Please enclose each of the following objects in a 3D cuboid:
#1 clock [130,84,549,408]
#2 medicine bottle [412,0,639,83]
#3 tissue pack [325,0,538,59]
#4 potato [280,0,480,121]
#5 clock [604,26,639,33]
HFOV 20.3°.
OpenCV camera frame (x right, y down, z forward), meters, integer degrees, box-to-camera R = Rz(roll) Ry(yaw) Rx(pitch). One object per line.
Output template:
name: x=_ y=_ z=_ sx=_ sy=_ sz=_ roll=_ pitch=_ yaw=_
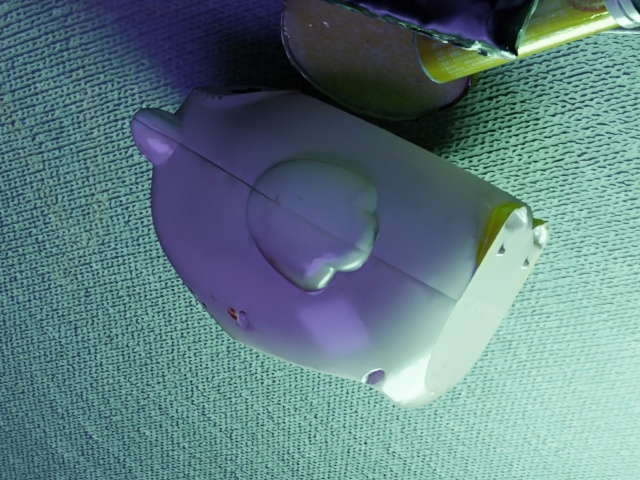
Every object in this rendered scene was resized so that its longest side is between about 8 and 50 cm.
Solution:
clock: x=0.000 y=0.000 z=1.779 sx=0.376 sy=0.251 sz=0.368 roll=28 pitch=-178 yaw=21
medicine bottle: x=0.184 y=-0.192 z=1.536 sx=0.218 sy=0.074 sz=0.074 roll=-16 pitch=131 yaw=38
tissue pack: x=0.048 y=-0.305 z=1.445 sx=0.332 sy=0.245 sz=0.123 roll=19 pitch=-171 yaw=3
potato: x=0.064 y=-0.202 z=1.693 sx=0.200 sy=0.081 sz=0.164 roll=14 pitch=132 yaw=16
clock: x=0.258 y=-0.249 z=1.547 sx=0.197 sy=0.063 sz=0.150 roll=5 pitch=141 yaw=20
